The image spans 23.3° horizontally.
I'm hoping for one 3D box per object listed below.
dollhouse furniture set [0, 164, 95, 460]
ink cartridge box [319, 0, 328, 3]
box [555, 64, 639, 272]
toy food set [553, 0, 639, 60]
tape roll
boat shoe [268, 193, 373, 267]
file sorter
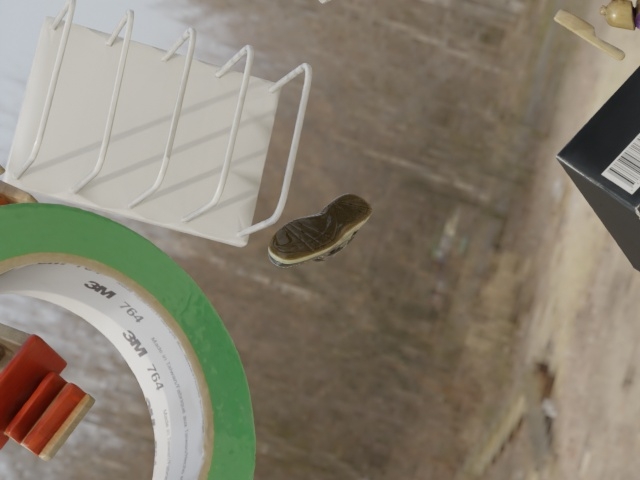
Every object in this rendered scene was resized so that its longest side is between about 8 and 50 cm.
[{"bbox_3d":[-0.317,0.073,1.312,0.262,0.135,0.259,-54,-44,-15],"label":"dollhouse furniture set"},{"bbox_3d":[0.098,-0.294,1.231,0.232,0.066,0.189,-35,-10,-37],"label":"ink cartridge box"},{"bbox_3d":[0.336,-0.093,1.232,0.261,0.103,0.184,-47,-46,-2],"label":"box"},{"bbox_3d":[0.214,-0.188,1.078,0.122,0.078,0.019,-58,1,-22],"label":"toy food set"},{"bbox_3d":[-0.198,0.132,1.151,0.077,0.321,0.321,-32,31,46],"label":"tape roll"},{"bbox_3d":[0.000,0.000,1.663,0.152,0.056,0.049,-28,-35,-41],"label":"boat shoe"},{"bbox_3d":[-0.171,-0.128,1.655,0.173,0.278,0.193,158,125,-71],"label":"file sorter"}]
